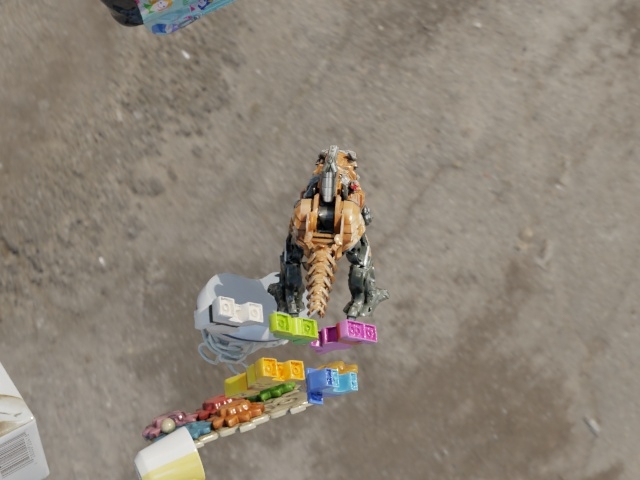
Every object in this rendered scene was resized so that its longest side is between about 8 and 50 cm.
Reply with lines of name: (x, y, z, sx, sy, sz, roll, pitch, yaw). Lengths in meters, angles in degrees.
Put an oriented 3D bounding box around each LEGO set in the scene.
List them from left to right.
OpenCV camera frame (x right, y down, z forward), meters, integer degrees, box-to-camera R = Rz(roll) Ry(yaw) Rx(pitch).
LEGO set: (-0.048, 0.126, 1.329, 0.227, 0.093, 0.087, 15, 62, -44)

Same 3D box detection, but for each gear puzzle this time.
gear puzzle: (-0.095, 0.234, 1.884, 0.339, 0.175, 0.044, -17, 96, -20)

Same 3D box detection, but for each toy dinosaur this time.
toy dinosaur: (0.000, 0.000, 1.701, 0.164, 0.322, 0.218, 16, 125, 21)

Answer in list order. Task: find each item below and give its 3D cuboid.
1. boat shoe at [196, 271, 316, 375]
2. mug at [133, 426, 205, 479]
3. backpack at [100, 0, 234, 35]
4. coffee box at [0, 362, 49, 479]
boat shoe: (-0.125, 0.140, 1.978, 0.136, 0.367, 0.156, 39, 102, 10)
mug: (-0.160, 0.241, 1.345, 0.064, 0.078, 0.062, -20, 120, -16)
backpack: (-0.147, -0.364, 1.384, 0.254, 0.225, 0.191, -29, 155, 3)
coffee box: (-0.351, 0.165, 0.958, 0.247, 0.141, 0.098, -27, 149, -22)
